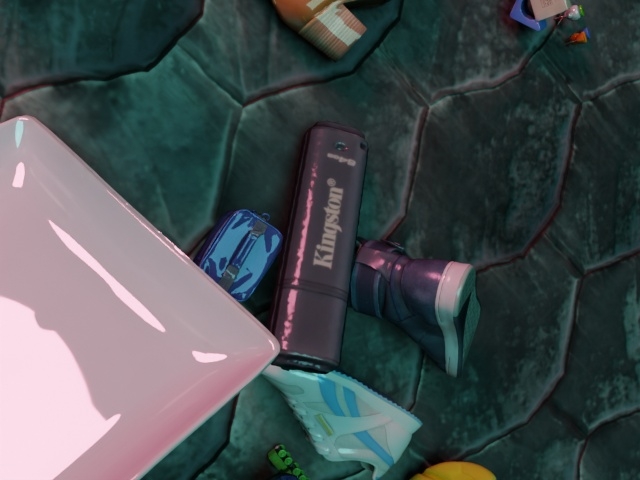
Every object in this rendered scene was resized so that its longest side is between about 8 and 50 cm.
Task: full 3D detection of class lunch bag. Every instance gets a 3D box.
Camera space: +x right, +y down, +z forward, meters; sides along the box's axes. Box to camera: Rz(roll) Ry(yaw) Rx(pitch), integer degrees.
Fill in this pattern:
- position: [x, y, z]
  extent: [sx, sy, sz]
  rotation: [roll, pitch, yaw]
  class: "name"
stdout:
- position: [-0.084, 0.012, 0.630]
  extent: [0.067, 0.065, 0.098]
  rotation: [33, 82, -19]
  class: "lunch bag"

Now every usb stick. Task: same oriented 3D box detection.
- position: [0.000, 0.000, 0.620]
  extent: [0.077, 0.045, 0.277]
  rotation: [11, 66, -4]
  class: "usb stick"

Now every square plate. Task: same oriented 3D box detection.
- position: [-0.267, 0.081, 0.453]
  extent: [0.344, 0.049, 0.347]
  rotation: [41, 53, 13]
  class: "square plate"

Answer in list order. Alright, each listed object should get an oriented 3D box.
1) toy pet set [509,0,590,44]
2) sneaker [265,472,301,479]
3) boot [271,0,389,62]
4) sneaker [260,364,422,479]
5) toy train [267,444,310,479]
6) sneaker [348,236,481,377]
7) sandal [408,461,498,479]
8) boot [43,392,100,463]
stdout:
- position: [0.291, -0.300, 0.770]
  extent: [0.114, 0.065, 0.122]
  rotation: [-42, 113, -50]
  class: "toy pet set"
- position: [-0.053, 0.392, 0.639]
  extent: [0.130, 0.147, 0.329]
  rotation: [9, 109, -29]
  class: "sneaker"
- position: [0.022, -0.313, 0.650]
  extent: [0.152, 0.073, 0.197]
  rotation: [42, 76, -14]
  class: "boot"
- position: [0.007, 0.187, 0.665]
  extent: [0.229, 0.087, 0.092]
  rotation: [34, 83, -17]
  class: "sneaker"
- position: [-0.032, 0.271, 0.692]
  extent: [0.024, 0.017, 0.083]
  rotation: [-35, 105, -5]
  class: "toy train"
- position: [0.097, 0.077, 0.698]
  extent: [0.086, 0.164, 0.226]
  rotation: [-64, 152, -27]
  class: "sneaker"
- position: [0.119, 0.412, 0.713]
  extent: [0.138, 0.126, 0.317]
  rotation: [41, 81, -35]
  class: "sandal"
- position: [-0.274, 0.200, 0.511]
  extent: [0.244, 0.176, 0.088]
  rotation: [-41, 108, -13]
  class: "boot"
